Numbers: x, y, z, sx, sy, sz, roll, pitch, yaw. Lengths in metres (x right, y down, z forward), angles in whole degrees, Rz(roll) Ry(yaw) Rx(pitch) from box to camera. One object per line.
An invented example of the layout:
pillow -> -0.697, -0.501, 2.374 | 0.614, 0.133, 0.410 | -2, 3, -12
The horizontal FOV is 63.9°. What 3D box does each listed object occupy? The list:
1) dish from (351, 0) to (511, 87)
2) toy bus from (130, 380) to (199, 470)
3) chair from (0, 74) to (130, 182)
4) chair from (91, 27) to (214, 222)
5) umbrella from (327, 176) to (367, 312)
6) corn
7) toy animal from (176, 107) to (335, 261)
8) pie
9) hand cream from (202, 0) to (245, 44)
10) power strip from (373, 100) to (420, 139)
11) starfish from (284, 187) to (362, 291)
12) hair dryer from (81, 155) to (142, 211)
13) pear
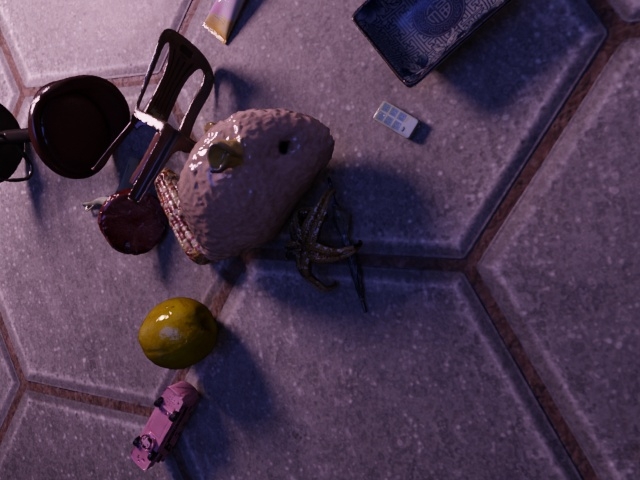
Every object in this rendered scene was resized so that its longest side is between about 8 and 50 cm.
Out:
dish -> 0.201, -0.399, 0.890 | 0.243, 0.080, 0.182 | -39, 76, 17
toy bus -> -0.338, 0.403, 1.126 | 0.063, 0.090, 0.203 | 35, 103, 20
chair -> -0.653, -0.248, 1.183 | 0.401, 0.226, 0.226 | -1, 90, 23
chair -> -0.286, -0.229, 1.022 | 0.183, 0.176, 0.326 | 31, 93, 28
umbrella -> 0.054, 0.007, 0.989 | 0.044, 0.044, 0.268 | -15, 94, -3
corn -> -0.293, -0.056, 1.114 | 0.079, 0.079, 0.237 | -35, 74, 20
toy animal -> -0.149, -0.106, 0.967 | 0.358, 0.227, 0.188 | -55, 33, 20
pie -> -0.417, -0.042, 1.143 | 0.036, 0.155, 0.154 | 24, 103, 62
hand cream -> -0.185, -0.509, 1.080 | 0.076, 0.047, 0.174 | 44, 115, 15
power strip -> 0.141, -0.223, 0.952 | 0.090, 0.016, 0.040 | 36, 103, 19
starfish -> 0.001, -0.001, 0.958 | 0.146, 0.074, 0.189 | 38, 124, 33
hair dryer -> -0.487, -0.127, 1.218 | 0.199, 0.067, 0.167 | 22, 90, 36
pear -> -0.298, 0.194, 1.077 | 0.162, 0.149, 0.148 | -20, 83, 23
